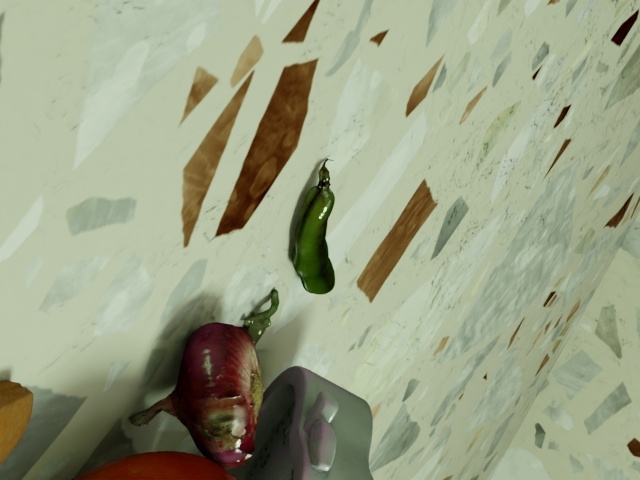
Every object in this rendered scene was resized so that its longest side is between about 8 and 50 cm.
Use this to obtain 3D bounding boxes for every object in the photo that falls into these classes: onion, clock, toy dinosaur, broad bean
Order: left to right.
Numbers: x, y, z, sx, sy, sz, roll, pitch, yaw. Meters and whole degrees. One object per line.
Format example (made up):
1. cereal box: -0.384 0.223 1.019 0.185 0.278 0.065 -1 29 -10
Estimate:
1. onion: -0.128 0.161 1.515 0.150 0.140 0.150 -8 90 -86
2. toy dinosaur: -0.077 0.111 1.651 0.120 0.029 0.060 -62 172 17
3. clock: -0.041 0.311 1.698 0.338 0.102 0.338 -55 -162 27
4. broad bean: -0.003 0.003 1.631 0.069 0.039 0.227 -51 161 -31

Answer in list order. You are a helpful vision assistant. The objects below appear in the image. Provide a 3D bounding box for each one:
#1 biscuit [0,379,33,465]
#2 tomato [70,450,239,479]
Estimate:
1. biscuit: -0.342 0.209 1.140 0.284 0.043 0.306 -53 161 -10
2. tomato: -0.181 0.368 1.427 0.321 0.321 0.321 -47 159 -24
